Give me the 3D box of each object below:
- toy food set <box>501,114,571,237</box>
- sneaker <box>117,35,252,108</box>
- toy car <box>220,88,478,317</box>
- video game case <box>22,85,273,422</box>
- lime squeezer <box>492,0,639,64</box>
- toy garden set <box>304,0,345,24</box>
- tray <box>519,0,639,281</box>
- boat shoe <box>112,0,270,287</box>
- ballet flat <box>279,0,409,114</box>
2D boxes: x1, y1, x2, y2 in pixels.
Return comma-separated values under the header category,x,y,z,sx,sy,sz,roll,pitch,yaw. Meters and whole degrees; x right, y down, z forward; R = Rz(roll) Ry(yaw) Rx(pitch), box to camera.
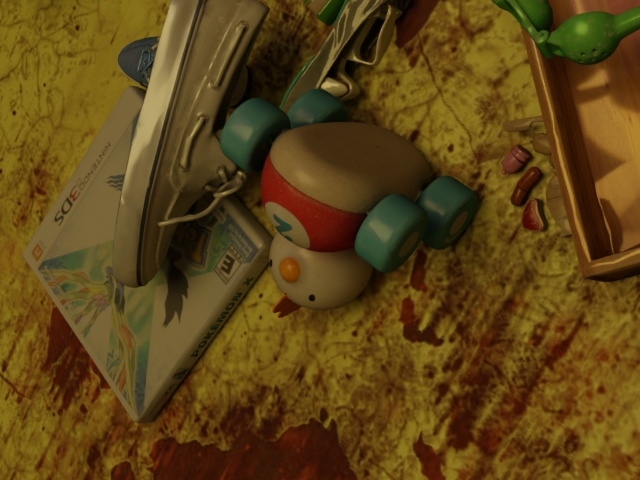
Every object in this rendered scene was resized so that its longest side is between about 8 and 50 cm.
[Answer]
category,x,y,z,sx,sy,sz,roll,pitch,yaw
toy food set,0.217,-0.062,1.077,0.078,0.019,0.122,-7,89,36
sneaker,-0.184,-0.221,1.349,0.211,0.081,0.080,15,94,36
toy car,0.000,0.000,1.131,0.219,0.210,0.238,36,119,22
video game case,-0.233,0.013,1.387,0.329,0.036,0.300,48,112,30
lime squeezer,0.218,-0.220,0.980,0.310,0.059,0.109,19,97,37
toy garden set,-0.005,-0.409,1.260,0.204,0.049,0.244,-49,60,22
tray,0.299,-0.186,0.997,0.203,0.076,0.410,-20,74,33
boat shoe,-0.129,-0.105,1.237,0.157,0.136,0.367,16,100,-3
ballet flat,0.026,-0.197,1.202,0.068,0.072,0.213,40,109,22
